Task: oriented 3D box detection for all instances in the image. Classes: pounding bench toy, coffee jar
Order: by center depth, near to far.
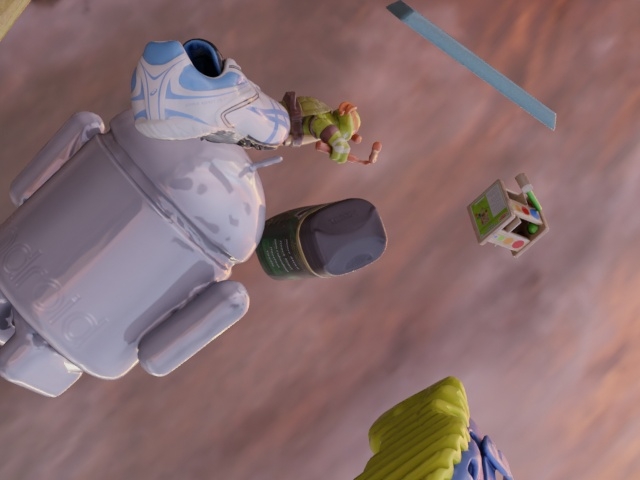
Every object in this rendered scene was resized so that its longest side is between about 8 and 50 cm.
[{"bbox_3d":[0.210,-0.031,1.826,0.065,0.052,0.083,19,131,-36],"label":"pounding bench toy"},{"bbox_3d":[0.000,0.000,1.937,0.096,0.079,0.184,-22,-175,-21],"label":"coffee jar"}]

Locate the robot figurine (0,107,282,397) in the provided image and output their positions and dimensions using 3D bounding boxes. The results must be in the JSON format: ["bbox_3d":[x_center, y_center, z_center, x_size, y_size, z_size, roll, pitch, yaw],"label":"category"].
[{"bbox_3d":[-0.198,0.002,1.764,0.353,0.300,0.200,-44,158,3],"label":"robot figurine"}]

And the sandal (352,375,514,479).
[{"bbox_3d":[0.105,0.217,1.458,0.126,0.138,0.317,-32,-177,17],"label":"sandal"}]

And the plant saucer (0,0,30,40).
[{"bbox_3d":[-0.306,-0.177,1.054,0.332,0.081,0.333,-59,161,-24],"label":"plant saucer"}]

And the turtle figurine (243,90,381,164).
[{"bbox_3d":[-0.039,-0.134,2.071,0.217,0.269,0.087,-8,104,-12],"label":"turtle figurine"}]

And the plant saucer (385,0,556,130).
[{"bbox_3d":[0.147,-0.169,1.658,0.018,0.192,0.067,-53,-161,8],"label":"plant saucer"}]

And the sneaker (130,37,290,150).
[{"bbox_3d":[-0.083,-0.120,1.440,0.237,0.085,0.086,0,98,-71],"label":"sneaker"}]
